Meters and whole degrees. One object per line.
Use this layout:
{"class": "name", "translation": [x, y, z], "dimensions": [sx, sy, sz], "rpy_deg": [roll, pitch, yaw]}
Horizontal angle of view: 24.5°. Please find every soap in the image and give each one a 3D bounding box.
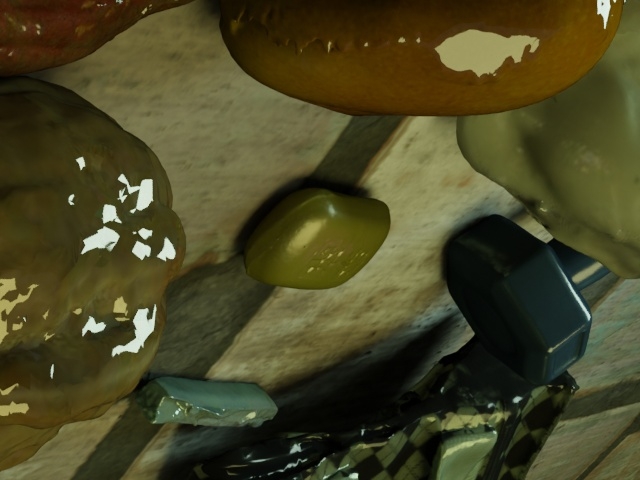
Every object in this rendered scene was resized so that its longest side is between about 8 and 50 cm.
{"class": "soap", "translation": [0.001, 0.001, 1.094], "dimensions": [0.089, 0.045, 0.140], "rpy_deg": [-51, 153, 18]}

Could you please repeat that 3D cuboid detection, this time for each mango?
{"class": "mango", "translation": [0.060, -0.135, 0.824], "dimensions": [0.236, 0.166, 0.136], "rpy_deg": [-10, 104, -13]}

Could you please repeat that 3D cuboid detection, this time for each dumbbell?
{"class": "dumbbell", "translation": [0.273, -0.011, 1.342], "dimensions": [0.316, 0.156, 0.143], "rpy_deg": [-33, 125, -13]}

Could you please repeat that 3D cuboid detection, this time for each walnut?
{"class": "walnut", "translation": [-0.175, 0.019, 0.701], "dimensions": [0.245, 0.198, 0.198], "rpy_deg": [-16, 148, -54]}

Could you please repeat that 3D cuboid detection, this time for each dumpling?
{"class": "dumpling", "translation": [0.270, -0.094, 1.133], "dimensions": [0.318, 0.187, 0.243], "rpy_deg": [12, 118, -40]}

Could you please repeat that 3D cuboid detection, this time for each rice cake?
{"class": "rice cake", "translation": [-0.089, 0.136, 1.208], "dimensions": [0.030, 0.042, 0.180], "rpy_deg": [-48, 155, 13]}

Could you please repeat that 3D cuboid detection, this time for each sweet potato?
{"class": "sweet potato", "translation": [-0.127, -0.113, 0.691], "dimensions": [0.255, 0.058, 0.078], "rpy_deg": [-23, 178, -37]}

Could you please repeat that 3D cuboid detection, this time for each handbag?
{"class": "handbag", "translation": [0.032, 0.245, 1.406], "dimensions": [0.416, 0.180, 0.316], "rpy_deg": [-20, 149, -31]}
